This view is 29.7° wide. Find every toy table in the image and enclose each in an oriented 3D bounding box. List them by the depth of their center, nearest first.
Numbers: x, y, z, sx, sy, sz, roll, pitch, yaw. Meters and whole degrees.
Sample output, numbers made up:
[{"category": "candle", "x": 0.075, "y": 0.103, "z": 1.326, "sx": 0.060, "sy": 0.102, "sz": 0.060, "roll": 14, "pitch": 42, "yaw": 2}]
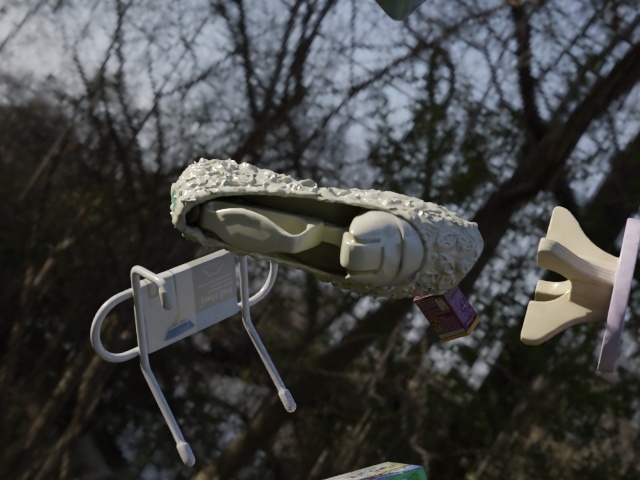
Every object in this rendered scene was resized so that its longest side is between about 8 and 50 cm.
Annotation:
[{"category": "toy table", "x": 0.447, "y": 0.076, "z": 2.061, "sx": 0.161, "sy": 0.274, "sz": 0.252, "roll": 12, "pitch": -33, "yaw": 14}]

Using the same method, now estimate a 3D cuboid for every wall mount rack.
[{"category": "wall mount rack", "x": -0.164, "y": 0.151, "z": 1.833, "sx": 0.130, "sy": 0.350, "sz": 0.304, "roll": 24, "pitch": -53, "yaw": 44}]

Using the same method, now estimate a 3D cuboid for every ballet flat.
[{"category": "ballet flat", "x": 0.000, "y": 0.000, "z": 1.527, "sx": 0.409, "sy": 0.147, "sz": 0.147, "roll": 11, "pitch": -6, "yaw": 3}]

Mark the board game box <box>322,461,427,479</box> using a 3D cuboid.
[{"category": "board game box", "x": -0.006, "y": 0.421, "z": 1.938, "sx": 0.213, "sy": 0.317, "sz": 0.046, "roll": 144, "pitch": -68, "yaw": -75}]

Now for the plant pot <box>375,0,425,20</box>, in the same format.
[{"category": "plant pot", "x": 0.111, "y": -0.442, "z": 1.613, "sx": 0.247, "sy": 0.248, "sz": 0.252, "roll": 48, "pitch": -6, "yaw": 6}]

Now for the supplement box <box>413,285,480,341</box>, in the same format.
[{"category": "supplement box", "x": 0.186, "y": 0.102, "z": 1.778, "sx": 0.055, "sy": 0.043, "sz": 0.083, "roll": -20, "pitch": -69, "yaw": 44}]
